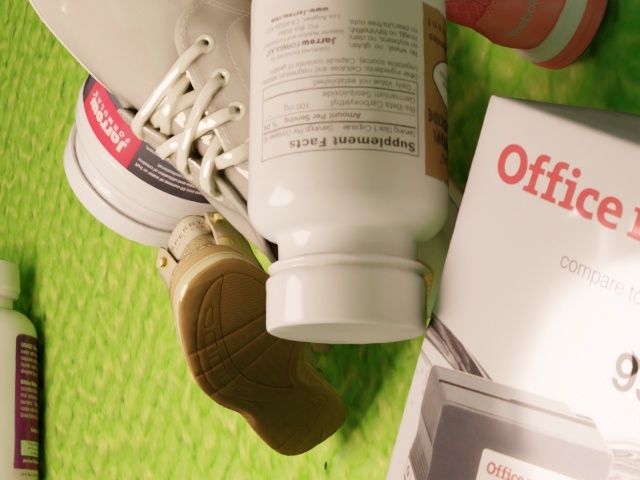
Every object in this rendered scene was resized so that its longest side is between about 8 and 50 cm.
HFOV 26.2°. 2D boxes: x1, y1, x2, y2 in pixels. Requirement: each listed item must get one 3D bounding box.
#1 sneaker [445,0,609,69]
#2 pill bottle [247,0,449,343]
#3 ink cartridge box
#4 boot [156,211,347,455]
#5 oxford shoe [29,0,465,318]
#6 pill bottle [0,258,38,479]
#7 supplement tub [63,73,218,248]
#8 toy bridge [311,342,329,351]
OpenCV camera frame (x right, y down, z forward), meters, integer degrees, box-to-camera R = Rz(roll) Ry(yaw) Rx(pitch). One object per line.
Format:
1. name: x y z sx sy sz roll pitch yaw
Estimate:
1. sneaker: 0.090 -0.252 1.022 0.116 0.136 0.314 -61 41 29
2. pill bottle: 0.018 -0.053 0.893 0.131 0.131 0.229 -17 69 54
3. ink cartridge box: 0.189 0.139 0.794 0.285 0.166 0.394 30 109 53
4. boot: -0.081 0.042 1.125 0.095 0.262 0.203 -34 52 0
5. oxford shoe: -0.067 -0.097 1.040 0.449 0.130 0.169 43 127 8
6. pill bottle: -0.434 0.178 1.698 0.169 0.169 0.301 -20 69 53
7. supplement tub: -0.104 -0.140 1.241 0.272 0.191 0.191 -53 45 37
8. toy bridge: 0.000 0.000 1.215 0.063 0.026 0.188 24 107 55
